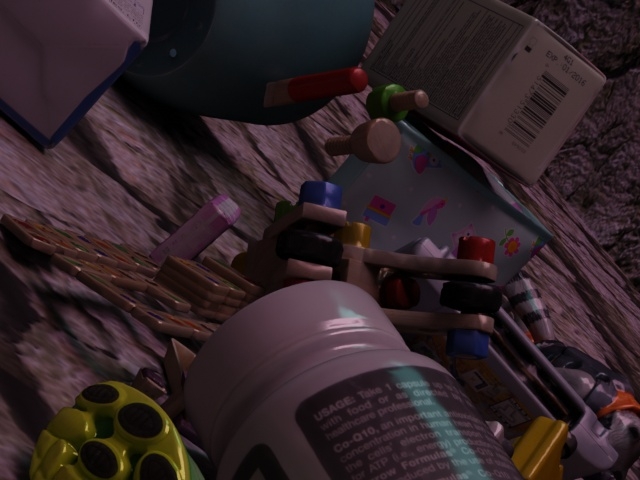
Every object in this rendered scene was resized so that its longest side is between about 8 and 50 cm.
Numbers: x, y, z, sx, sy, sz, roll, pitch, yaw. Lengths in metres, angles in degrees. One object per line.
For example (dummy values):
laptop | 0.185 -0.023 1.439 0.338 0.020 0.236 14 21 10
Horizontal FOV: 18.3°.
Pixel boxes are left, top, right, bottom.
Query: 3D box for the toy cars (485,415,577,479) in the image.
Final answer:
toy cars | 0.137 0.228 1.764 0.087 0.176 0.393 24 4 21

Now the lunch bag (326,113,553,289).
lunch bag | 0.084 -0.011 2.162 0.262 0.223 0.160 31 13 -43

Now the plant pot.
plant pot | -0.122 -0.271 2.217 0.293 0.293 0.235 50 27 18

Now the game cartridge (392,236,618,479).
game cartridge | 0.150 0.138 2.028 0.297 0.198 0.062 48 54 -6

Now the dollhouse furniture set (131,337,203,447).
dollhouse furniture set | -0.099 0.089 1.580 0.091 0.081 0.114 39 14 -29

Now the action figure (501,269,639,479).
action figure | 0.249 0.151 2.321 0.330 0.178 0.341 43 8 34

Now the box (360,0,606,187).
box | 0.172 -0.178 2.153 0.127 0.149 0.232 33 3 -33

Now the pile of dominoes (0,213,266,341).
pile of dominoes | -0.136 0.024 1.629 0.196 0.040 0.251 31 5 25

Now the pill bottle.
pill bottle | 0.050 0.208 1.414 0.204 0.204 0.361 31 20 -49

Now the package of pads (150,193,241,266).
package of pads | -0.114 -0.006 1.826 0.032 0.083 0.050 50 16 2

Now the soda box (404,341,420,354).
soda box | 0.066 0.161 1.906 0.069 0.074 0.216 41 13 -20

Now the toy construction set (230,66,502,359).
toy construction set | 0.000 0.000 1.840 0.257 0.237 0.309 -14 97 -38

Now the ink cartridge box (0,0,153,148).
ink cartridge box | -0.300 -0.280 1.930 0.270 0.151 0.395 43 14 -17

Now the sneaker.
sneaker | -0.085 0.216 1.246 0.295 0.109 0.123 51 -10 27
